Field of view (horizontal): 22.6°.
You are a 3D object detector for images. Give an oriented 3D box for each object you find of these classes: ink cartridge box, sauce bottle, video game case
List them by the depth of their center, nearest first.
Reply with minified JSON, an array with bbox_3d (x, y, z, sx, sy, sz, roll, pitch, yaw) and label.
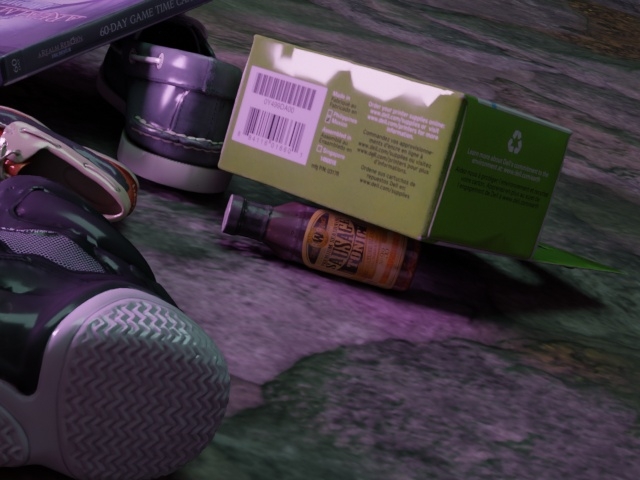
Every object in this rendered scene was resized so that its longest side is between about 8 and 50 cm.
[{"bbox_3d":[0.000,0.000,1.041,0.128,0.042,0.042,13,19,-8],"label":"sauce bottle"},{"bbox_3d":[0.087,-0.055,1.108,0.189,0.097,0.255,21,8,39],"label":"ink cartridge box"},{"bbox_3d":[-0.198,-0.175,1.176,0.196,0.026,0.274,12,29,36],"label":"video game case"}]

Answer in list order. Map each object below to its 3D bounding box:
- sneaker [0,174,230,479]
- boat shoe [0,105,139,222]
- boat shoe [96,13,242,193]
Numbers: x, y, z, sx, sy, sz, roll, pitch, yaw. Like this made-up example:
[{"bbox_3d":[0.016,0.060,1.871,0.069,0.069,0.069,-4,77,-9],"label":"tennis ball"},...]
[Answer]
[{"bbox_3d":[-0.179,0.024,0.723,0.269,0.101,0.153,17,17,-22],"label":"sneaker"},{"bbox_3d":[-0.179,-0.046,0.997,0.137,0.049,0.043,22,21,-5],"label":"boat shoe"},{"bbox_3d":[-0.104,-0.131,1.216,0.116,0.099,0.319,12,19,-12],"label":"boat shoe"}]
